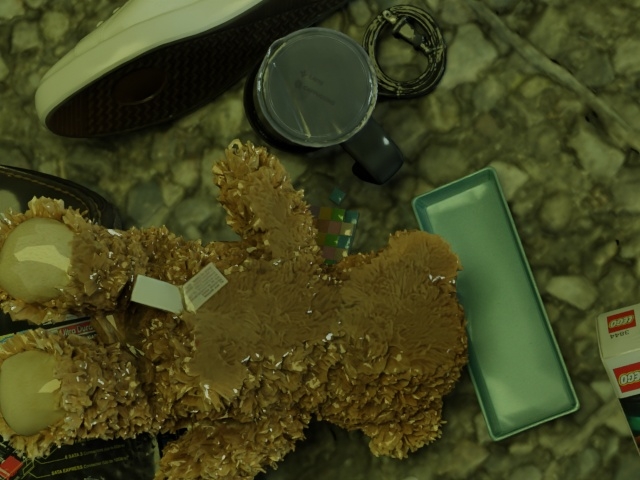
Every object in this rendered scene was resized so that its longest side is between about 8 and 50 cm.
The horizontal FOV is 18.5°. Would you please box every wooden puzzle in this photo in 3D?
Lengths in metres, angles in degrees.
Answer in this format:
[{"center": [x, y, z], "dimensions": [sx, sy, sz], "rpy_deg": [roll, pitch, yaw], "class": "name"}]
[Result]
[{"center": [0.000, 0.000, 1.457], "dimensions": [0.049, 0.006, 0.083], "rpy_deg": [8, 78, 21], "class": "wooden puzzle"}]

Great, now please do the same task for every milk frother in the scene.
[{"center": [0.024, -0.122, 1.413], "dimensions": [0.129, 0.135, 0.143], "rpy_deg": [28, 88, -7], "class": "milk frother"}]

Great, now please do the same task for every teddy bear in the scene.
[{"center": [-0.071, 0.062, 1.348], "dimensions": [0.338, 0.113, 0.245], "rpy_deg": [-16, 80, -20], "class": "teddy bear"}]

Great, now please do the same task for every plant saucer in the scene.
[{"center": [0.124, 0.044, 1.395], "dimensions": [0.067, 0.018, 0.192], "rpy_deg": [-22, 69, 12], "class": "plant saucer"}]

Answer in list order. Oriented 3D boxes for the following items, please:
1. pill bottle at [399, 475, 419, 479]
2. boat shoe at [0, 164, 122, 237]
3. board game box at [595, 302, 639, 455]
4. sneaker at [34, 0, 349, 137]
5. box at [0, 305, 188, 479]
[{"center": [-0.006, 0.247, 1.304], "dimensions": [0.208, 0.119, 0.119], "rpy_deg": [-27, 66, -10], "class": "pill bottle"}, {"center": [-0.328, -0.012, 1.509], "dimensions": [0.355, 0.130, 0.132], "rpy_deg": [4, 76, 21], "class": "boat shoe"}, {"center": [0.345, 0.091, 1.216], "dimensions": [0.305, 0.193, 0.053], "rpy_deg": [-17, 32, 15], "class": "board game box"}, {"center": [-0.099, -0.185, 1.500], "dimensions": [0.290, 0.106, 0.123], "rpy_deg": [-30, 63, -2], "class": "sneaker"}, {"center": [-0.249, 0.174, 1.433], "dimensions": [0.322, 0.079, 0.257], "rpy_deg": [-14, 81, 15], "class": "box"}]
